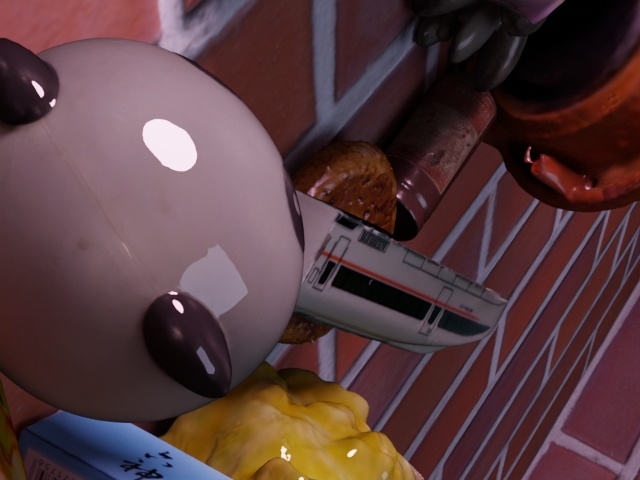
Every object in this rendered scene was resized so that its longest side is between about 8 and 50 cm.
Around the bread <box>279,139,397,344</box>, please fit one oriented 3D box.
[{"bbox_3d":[0.000,0.000,1.069,0.193,0.064,0.193,-42,146,-36],"label":"bread"}]

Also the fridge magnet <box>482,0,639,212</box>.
[{"bbox_3d":[0.301,-0.201,1.242,0.155,0.364,0.363,26,90,-30],"label":"fridge magnet"}]

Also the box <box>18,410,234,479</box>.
[{"bbox_3d":[-0.105,0.225,0.826,0.083,0.232,0.142,-21,133,-67],"label":"box"}]

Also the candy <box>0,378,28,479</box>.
[{"bbox_3d":[-0.170,0.156,0.539,0.088,0.276,0.146,-22,150,-5],"label":"candy"}]

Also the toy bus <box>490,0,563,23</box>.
[{"bbox_3d":[0.104,-0.264,0.877,0.162,0.171,0.386,-58,162,16],"label":"toy bus"}]

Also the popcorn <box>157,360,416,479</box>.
[{"bbox_3d":[-0.049,0.223,0.985,0.250,0.242,0.234,-56,154,-58],"label":"popcorn"}]

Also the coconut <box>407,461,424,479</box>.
[{"bbox_3d":[0.004,0.303,1.187,0.245,0.245,0.247,-59,160,-13],"label":"coconut"}]

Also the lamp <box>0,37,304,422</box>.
[{"bbox_3d":[-0.099,-0.002,0.652,0.197,0.198,0.244,-63,176,-4],"label":"lamp"}]

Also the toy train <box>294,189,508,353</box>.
[{"bbox_3d":[0.058,0.043,1.044,0.407,0.086,0.088,24,91,-60],"label":"toy train"}]

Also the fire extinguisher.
[{"bbox_3d":[0.128,-0.118,1.199,0.252,0.075,0.106,-53,175,-27],"label":"fire extinguisher"}]

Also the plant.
[{"bbox_3d":[0.195,-0.268,1.118,0.274,0.149,0.146,-47,116,-1],"label":"plant"}]
